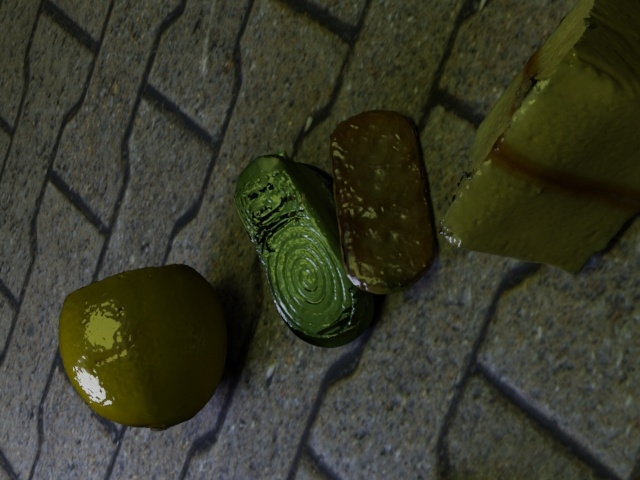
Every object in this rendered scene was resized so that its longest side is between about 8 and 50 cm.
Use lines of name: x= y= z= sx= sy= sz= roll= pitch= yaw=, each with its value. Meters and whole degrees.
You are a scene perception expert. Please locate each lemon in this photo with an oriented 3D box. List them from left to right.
lemon: x=-0.243 y=0.159 z=2.257 sx=0.240 sy=0.240 sz=0.219 roll=-27 pitch=75 yaw=50

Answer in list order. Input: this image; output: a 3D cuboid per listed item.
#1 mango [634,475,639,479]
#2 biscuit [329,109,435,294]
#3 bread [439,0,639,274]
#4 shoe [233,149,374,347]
mango: x=0.318 y=0.354 z=1.427 sx=0.211 sy=0.173 sz=0.317 roll=-38 pitch=44 yaw=48
biscuit: x=0.075 y=-0.049 z=1.969 sx=0.118 sy=0.029 sz=0.247 roll=-12 pitch=66 yaw=11
bread: x=0.226 y=-0.136 z=1.676 sx=0.263 sy=0.198 sz=0.236 roll=-53 pitch=35 yaw=32
shoe: x=-0.004 y=0.001 z=2.034 sx=0.140 sy=0.128 sz=0.262 roll=-38 pitch=81 yaw=45
